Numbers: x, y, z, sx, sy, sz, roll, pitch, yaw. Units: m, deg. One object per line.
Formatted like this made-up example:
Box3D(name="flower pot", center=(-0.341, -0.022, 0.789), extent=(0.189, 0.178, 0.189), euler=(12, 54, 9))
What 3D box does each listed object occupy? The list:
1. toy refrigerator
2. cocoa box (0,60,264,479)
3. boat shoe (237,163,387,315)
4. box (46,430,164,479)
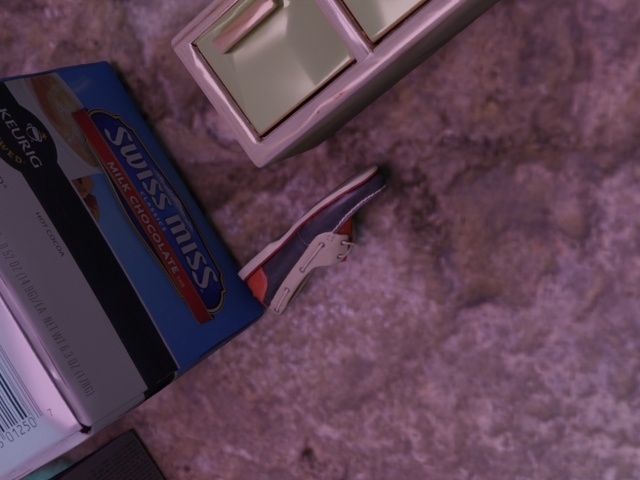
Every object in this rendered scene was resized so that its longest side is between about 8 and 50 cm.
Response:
Box3D(name="toy refrigerator", center=(0.042, -0.163, 0.713), extent=(0.269, 0.094, 0.102), euler=(-36, 87, 29))
Box3D(name="cocoa box", center=(-0.265, 0.065, 0.842), extent=(0.347, 0.228, 0.231), euler=(-32, 89, 28))
Box3D(name="boat shoe", center=(0.000, 0.000, 0.802), extent=(0.137, 0.049, 0.043), euler=(-41, 87, 30))
Box3D(name="box", center=(-0.217, 0.252, 0.932), extent=(0.203, 0.114, 0.103), euler=(-33, 89, 27))
